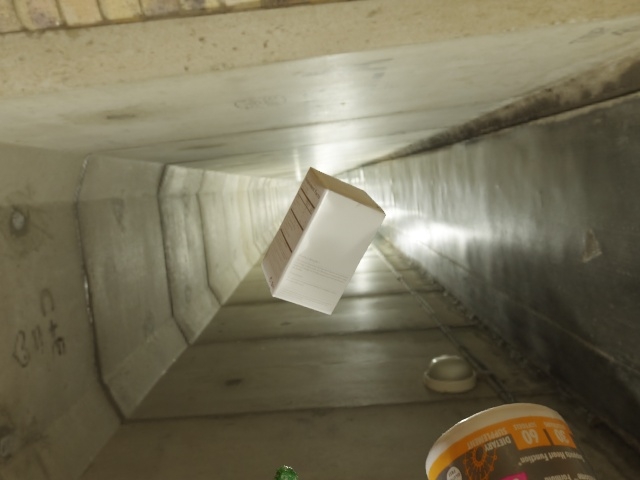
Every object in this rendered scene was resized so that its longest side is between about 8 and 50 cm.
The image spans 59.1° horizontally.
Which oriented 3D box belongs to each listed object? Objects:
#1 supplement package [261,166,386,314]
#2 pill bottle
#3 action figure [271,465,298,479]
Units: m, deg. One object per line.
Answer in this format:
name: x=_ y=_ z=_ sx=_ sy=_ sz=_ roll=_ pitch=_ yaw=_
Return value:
supplement package: x=0.000 y=0.000 z=0.850 sx=0.179 sy=0.105 sz=0.105 roll=-62 pitch=24 yaw=15
pill bottle: x=0.214 y=0.308 z=0.516 sx=0.279 sy=0.162 sz=0.162 roll=-108 pitch=10 yaw=-47
action figure: x=-0.079 y=0.414 z=0.745 sx=0.137 sy=0.063 sz=0.233 roll=34 pitch=-108 yaw=-71
